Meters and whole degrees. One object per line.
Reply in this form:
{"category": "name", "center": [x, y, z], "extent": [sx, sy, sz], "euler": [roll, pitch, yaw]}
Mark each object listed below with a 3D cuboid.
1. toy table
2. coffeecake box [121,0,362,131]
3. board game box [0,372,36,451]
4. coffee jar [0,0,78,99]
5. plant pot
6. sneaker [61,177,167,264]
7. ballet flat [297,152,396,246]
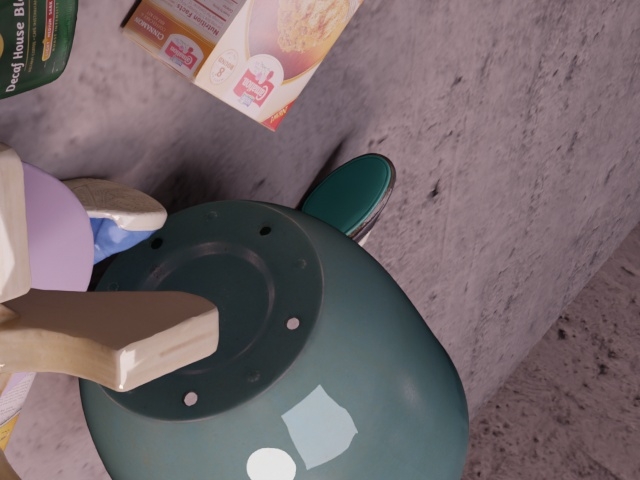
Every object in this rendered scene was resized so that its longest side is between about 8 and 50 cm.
{"category": "toy table", "center": [-0.192, 0.055, 0.587], "extent": [0.274, 0.161, 0.252], "euler": [-34, 131, -36]}
{"category": "coffeecake box", "center": [-0.028, -0.179, 0.781], "extent": [0.185, 0.068, 0.142], "euler": [-55, 161, 5]}
{"category": "board game box", "center": [-0.294, 0.140, 0.743], "extent": [0.243, 0.042, 0.165], "euler": [-17, 138, -59]}
{"category": "coffee jar", "center": [-0.200, -0.092, 0.526], "extent": [0.184, 0.079, 0.096], "euler": [-33, 151, -43]}
{"category": "plant pot", "center": [-0.050, 0.106, 0.907], "extent": [0.293, 0.293, 0.235], "euler": [-48, 145, -16]}
{"category": "sneaker", "center": [-0.171, 0.009, 0.777], "extent": [0.152, 0.058, 0.084], "euler": [-12, 129, -55]}
{"category": "ballet flat", "center": [0.000, 0.000, 1.131], "extent": [0.203, 0.074, 0.074], "euler": [-48, 160, 1]}
